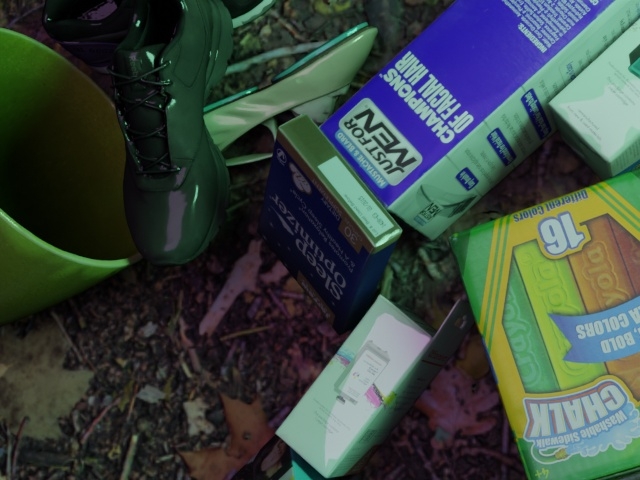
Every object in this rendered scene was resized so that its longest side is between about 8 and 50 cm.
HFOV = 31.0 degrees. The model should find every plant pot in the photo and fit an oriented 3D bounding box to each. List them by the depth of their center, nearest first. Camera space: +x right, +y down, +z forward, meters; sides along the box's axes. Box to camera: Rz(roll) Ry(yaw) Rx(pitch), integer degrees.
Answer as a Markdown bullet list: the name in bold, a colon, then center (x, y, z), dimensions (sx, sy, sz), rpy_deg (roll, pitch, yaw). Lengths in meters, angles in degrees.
- **plant pot**: center (-0.356, -0.015, 1.156), dimensions (0.293, 0.275, 0.274), rpy_deg (-37, 72, 26)

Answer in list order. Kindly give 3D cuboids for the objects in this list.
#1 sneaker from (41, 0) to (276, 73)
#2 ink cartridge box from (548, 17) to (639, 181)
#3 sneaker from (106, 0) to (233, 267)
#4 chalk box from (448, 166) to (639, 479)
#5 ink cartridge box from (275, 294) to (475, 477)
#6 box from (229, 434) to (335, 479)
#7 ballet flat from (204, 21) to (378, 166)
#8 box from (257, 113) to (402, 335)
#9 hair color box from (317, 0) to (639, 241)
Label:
- **sneaker**: center (-0.151, -0.264, 1.180), dimensions (0.283, 0.124, 0.107), rpy_deg (-27, 75, 11)
- **ink cartridge box**: center (0.317, -0.158, 1.015), dimensions (0.231, 0.134, 0.078), rpy_deg (-43, 72, 6)
- **sneaker**: center (-0.152, -0.118, 1.074), dimensions (0.109, 0.130, 0.286), rpy_deg (-6, 76, 17)
- **chalk box**: center (0.247, 0.112, 0.971), dimensions (0.180, 0.179, 0.289), rpy_deg (-21, 76, 13)
- **ink cartridge box**: center (0.057, 0.120, 1.062), dimensions (0.067, 0.115, 0.198), rpy_deg (39, 93, 19)
- **box**: center (-0.035, 0.255, 1.004), dimensions (0.060, 0.244, 0.100), rpy_deg (43, 96, -13)
- **ballet flat**: center (-0.042, -0.132, 1.160), dimensions (0.248, 0.086, 0.086), rpy_deg (-24, 75, 14)
- **box**: center (0.000, 0.000, 1.049), dimensions (0.036, 0.225, 0.136), rpy_deg (-32, 71, -21)
- **hair color box**: center (0.173, -0.158, 1.033), dimensions (0.339, 0.185, 0.110), rpy_deg (-43, 72, 6)
